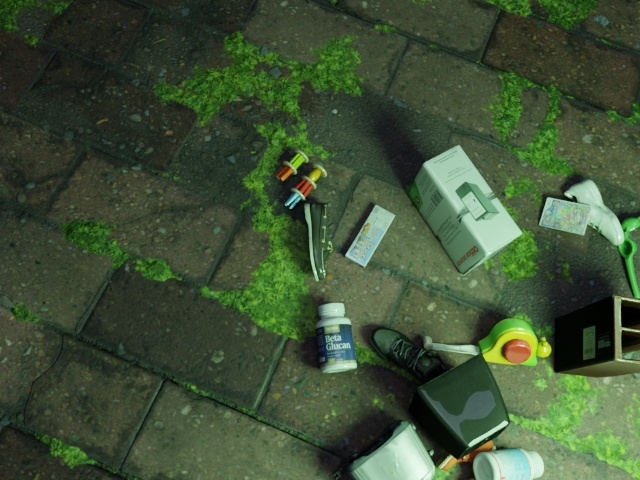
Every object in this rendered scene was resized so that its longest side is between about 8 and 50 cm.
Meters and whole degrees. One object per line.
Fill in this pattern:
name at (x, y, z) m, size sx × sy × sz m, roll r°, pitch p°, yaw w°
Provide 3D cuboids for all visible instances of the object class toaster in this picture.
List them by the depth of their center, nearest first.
toaster at (0.162, 0.548, 1.392) m, size 0.227 × 0.129 × 0.146 m, roll -34°, pitch 79°, yaw -14°

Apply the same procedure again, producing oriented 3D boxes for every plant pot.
plant pot at (0.341, 0.411, 1.391) m, size 0.188 × 0.187 × 0.167 m, roll -25°, pitch 60°, yaw -13°

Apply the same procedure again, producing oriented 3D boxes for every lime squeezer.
lime squeezer at (0.894, 0.006, 1.656) m, size 0.110 × 0.059 × 0.310 m, roll 33°, pitch 69°, yaw -24°

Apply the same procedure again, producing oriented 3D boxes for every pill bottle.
pill bottle at (0.458, 0.552, 1.409) m, size 0.160 × 0.087 × 0.087 m, roll 3°, pitch 70°, yaw -25°
pill bottle at (0.037, 0.251, 1.499) m, size 0.094 × 0.094 × 0.169 m, roll -6°, pitch 72°, yaw -5°

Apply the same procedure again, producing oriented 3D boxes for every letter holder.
letter holder at (0.745, 0.252, 1.427) m, size 0.215 × 0.302 × 0.151 m, roll 9°, pitch 72°, yaw -1°

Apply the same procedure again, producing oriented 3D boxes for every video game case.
video game case at (0.697, -0.070, 1.652) m, size 0.122 × 0.011 × 0.087 m, roll 16°, pitch 80°, yaw 27°

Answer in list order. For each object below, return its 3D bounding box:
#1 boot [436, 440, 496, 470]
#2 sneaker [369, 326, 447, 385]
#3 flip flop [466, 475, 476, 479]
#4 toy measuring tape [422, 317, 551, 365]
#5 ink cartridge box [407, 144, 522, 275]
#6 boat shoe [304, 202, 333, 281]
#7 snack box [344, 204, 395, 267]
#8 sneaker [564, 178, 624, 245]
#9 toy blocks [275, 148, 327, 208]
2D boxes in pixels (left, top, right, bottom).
boot at (0.365, 0.534, 1.445) m, size 0.158 × 0.059 × 0.084 m, roll -34°, pitch 82°, yaw -14°
sneaker at (0.230, 0.290, 1.480) m, size 0.228 × 0.130 × 0.087 m, roll 39°, pitch 72°, yaw 11°
flip flop at (0.461, 0.673, 1.390) m, size 0.277 × 0.080 × 0.112 m, roll 43°, pitch 75°, yaw 10°
toy measuring tape at (0.438, 0.251, 1.506) m, size 0.331 × 0.121 × 0.121 m, roll 8°, pitch 72°, yaw -1°
ink cartridge box at (0.377, -0.075, 1.565) m, size 0.122 × 0.211 × 0.289 m, roll -28°, pitch 77°, yaw -13°
boat shoe at (0.000, 0.000, 1.586) m, size 0.069 × 0.081 × 0.227 m, roll -7°, pitch 70°, yaw -1°
snack box at (0.139, -0.013, 1.629) m, size 0.064 × 0.022 × 0.178 m, roll 30°, pitch 73°, yaw 6°
sneaker at (0.777, -0.068, 1.662) m, size 0.094 × 0.080 × 0.212 m, roll -24°, pitch 68°, yaw 2°
toy blocks at (-0.074, -0.172, 1.653) m, size 0.123 × 0.054 × 0.148 m, roll 38°, pitch 74°, yaw 8°
